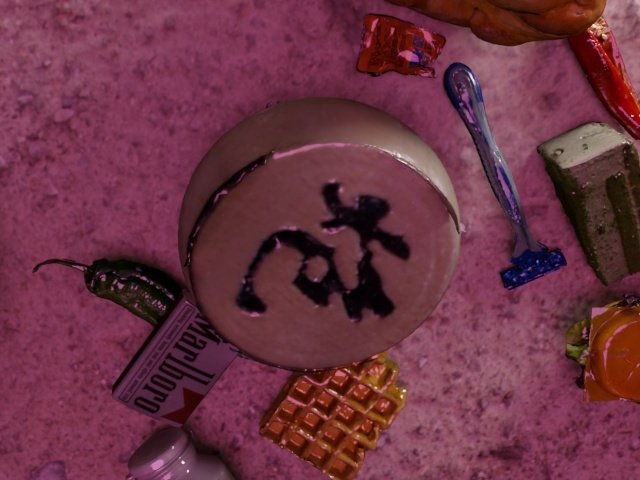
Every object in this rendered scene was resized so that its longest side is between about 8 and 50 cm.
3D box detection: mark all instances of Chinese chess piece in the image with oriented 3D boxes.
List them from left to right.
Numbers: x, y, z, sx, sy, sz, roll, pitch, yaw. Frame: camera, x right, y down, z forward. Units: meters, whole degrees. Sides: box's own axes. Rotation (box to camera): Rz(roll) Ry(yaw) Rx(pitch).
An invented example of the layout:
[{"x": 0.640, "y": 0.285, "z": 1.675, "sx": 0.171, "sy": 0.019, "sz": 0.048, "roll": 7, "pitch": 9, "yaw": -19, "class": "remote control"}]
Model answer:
[{"x": 0.000, "y": 0.000, "z": 0.870, "sx": 0.349, "sy": 0.146, "sz": 0.350, "roll": -4, "pitch": 122, "yaw": -6, "class": "Chinese chess piece"}]

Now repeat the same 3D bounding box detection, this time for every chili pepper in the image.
[{"x": -0.249, "y": 0.093, "z": 0.965, "sx": 0.122, "sy": 0.065, "sz": 0.279, "roll": -42, "pitch": 115, "yaw": -9, "class": "chili pepper"}, {"x": 0.369, "y": -0.230, "z": 0.915, "sx": 0.050, "sy": 0.059, "sz": 0.268, "roll": -19, "pitch": 111, "yaw": 43, "class": "chili pepper"}]

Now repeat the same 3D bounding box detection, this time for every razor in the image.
[{"x": 0.241, "y": -0.086, "z": 0.944, "sx": 0.093, "sy": 0.056, "sz": 0.324, "roll": -23, "pitch": 103, "yaw": 6, "class": "razor"}]

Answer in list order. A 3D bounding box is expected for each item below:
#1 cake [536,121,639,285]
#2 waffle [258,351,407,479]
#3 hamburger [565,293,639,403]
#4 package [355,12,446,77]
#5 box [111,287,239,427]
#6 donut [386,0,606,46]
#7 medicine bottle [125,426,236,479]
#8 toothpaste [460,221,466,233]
[{"x": 0.389, "y": -0.036, "z": 0.937, "sx": 0.100, "sy": 0.099, "sz": 0.235, "roll": -27, "pitch": 104, "yaw": 7, "class": "cake"}, {"x": 0.033, "y": 0.232, "z": 1.019, "sx": 0.160, "sy": 0.055, "sz": 0.211, "roll": 34, "pitch": 100, "yaw": -8, "class": "waffle"}, {"x": 0.433, "y": 0.151, "z": 0.987, "sx": 0.189, "sy": 0.093, "sz": 0.164, "roll": 12, "pitch": 102, "yaw": -6, "class": "hamburger"}, {"x": 0.103, "y": -0.246, "z": 0.910, "sx": 0.110, "sy": 0.033, "sz": 0.077, "roll": 13, "pitch": 113, "yaw": 0, "class": "package"}, {"x": -0.188, "y": 0.164, "z": 0.958, "sx": 0.115, "sy": 0.036, "sz": 0.177, "roll": 32, "pitch": 102, "yaw": -25, "class": "box"}, {"x": 0.160, "y": -0.329, "z": 0.770, "sx": 0.317, "sy": 0.299, "sz": 0.150, "roll": 17, "pitch": 93, "yaw": -38, "class": "donut"}, {"x": -0.182, "y": 0.380, "z": 1.011, "sx": 0.135, "sy": 0.135, "sz": 0.215, "roll": -29, "pitch": 103, "yaw": 6, "class": "medicine bottle"}, {"x": 0.142, "y": 0.052, "z": 0.990, "sx": 0.048, "sy": 0.031, "sz": 0.190, "roll": 30, "pitch": 104, "yaw": -12, "class": "toothpaste"}]
